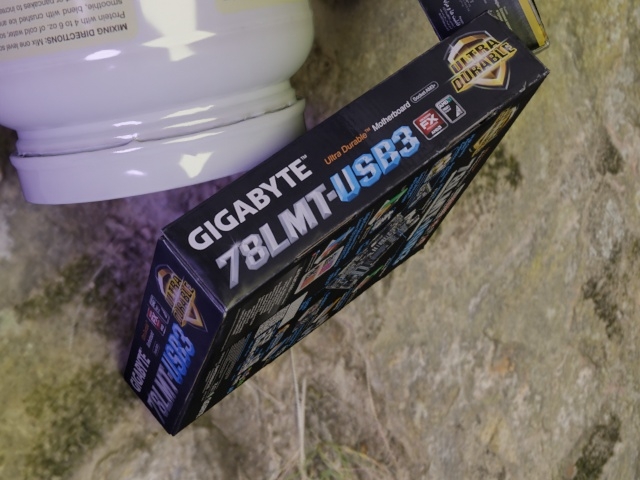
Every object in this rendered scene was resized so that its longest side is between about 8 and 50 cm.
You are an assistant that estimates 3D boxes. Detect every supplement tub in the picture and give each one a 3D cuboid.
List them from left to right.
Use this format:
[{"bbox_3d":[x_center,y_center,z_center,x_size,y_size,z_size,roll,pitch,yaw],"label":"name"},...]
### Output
[{"bbox_3d":[-0.133,-0.204,0.696,0.235,0.235,0.325,-18,105,-31],"label":"supplement tub"}]

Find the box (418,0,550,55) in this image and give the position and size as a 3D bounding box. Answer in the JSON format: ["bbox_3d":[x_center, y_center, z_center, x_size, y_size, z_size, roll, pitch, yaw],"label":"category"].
[{"bbox_3d":[0.054,-0.309,0.763,0.079,0.257,0.322,-24,138,15],"label":"box"}]

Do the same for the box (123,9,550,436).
[{"bbox_3d":[0.000,0.000,0.784,0.293,0.295,0.073,-37,79,-25],"label":"box"}]
